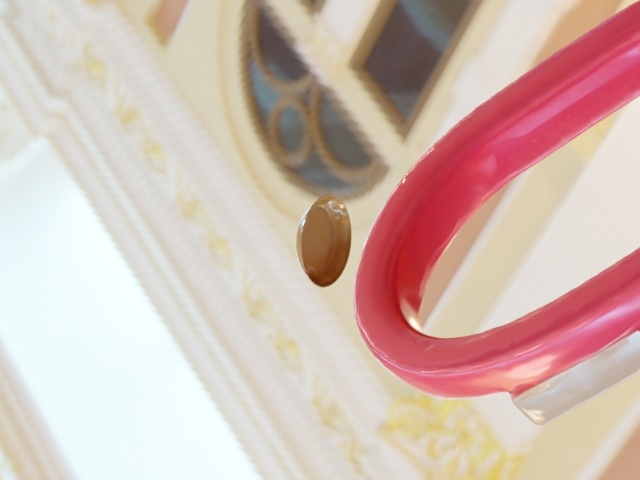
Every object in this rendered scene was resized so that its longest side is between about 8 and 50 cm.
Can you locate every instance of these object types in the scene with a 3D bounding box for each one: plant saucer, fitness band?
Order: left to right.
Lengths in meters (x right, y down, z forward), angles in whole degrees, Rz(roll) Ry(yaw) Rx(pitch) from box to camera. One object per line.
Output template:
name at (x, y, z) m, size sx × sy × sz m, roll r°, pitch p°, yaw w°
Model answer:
plant saucer at (0.000, 0.000, 1.702) m, size 0.015 × 0.083 × 0.083 m, roll 5°, pitch -155°, yaw 33°
fitness band at (0.142, -0.024, 0.984) m, size 0.054 × 0.291 × 0.209 m, roll 43°, pitch -157°, yaw -34°
